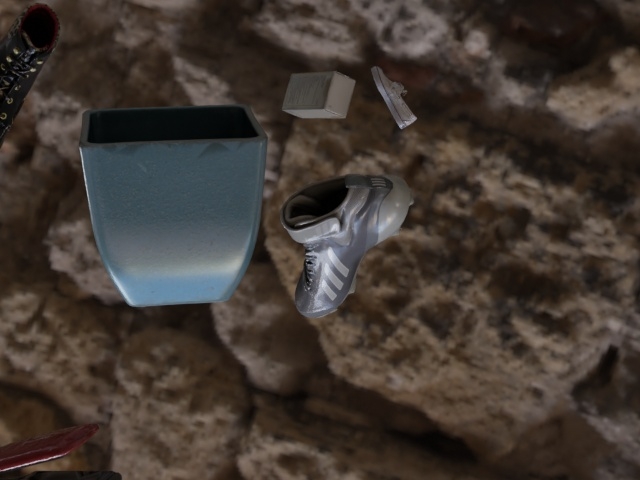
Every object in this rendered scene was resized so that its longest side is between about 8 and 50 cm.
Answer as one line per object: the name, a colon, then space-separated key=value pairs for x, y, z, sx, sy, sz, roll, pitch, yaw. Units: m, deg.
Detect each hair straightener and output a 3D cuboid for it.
hair straightener: x=-0.234 y=0.196 z=0.860 sx=0.230 sy=0.089 sz=0.047 roll=-18 pitch=-168 yaw=30

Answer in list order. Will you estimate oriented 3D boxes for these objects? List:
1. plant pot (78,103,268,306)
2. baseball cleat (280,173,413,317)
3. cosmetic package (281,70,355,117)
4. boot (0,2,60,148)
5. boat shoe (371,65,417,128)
plant pot: x=-0.208 y=-0.046 z=1.675 sx=0.247 sy=0.252 sz=0.248 roll=-4 pitch=-162 yaw=-9
baseball cleat: x=0.000 y=0.000 z=1.076 sx=0.109 sy=0.206 sz=0.072 roll=9 pitch=-131 yaw=-26
cosmetic package: x=-0.003 y=-0.208 z=1.684 sx=0.041 sy=0.060 sz=0.115 roll=18 pitch=177 yaw=-33
boot: x=-0.475 y=-0.234 z=1.764 sx=0.085 sy=0.236 sz=0.178 roll=28 pitch=145 yaw=-22
boat shoe: x=0.109 y=-0.213 z=1.708 sx=0.100 sy=0.035 sz=0.035 roll=62 pitch=-169 yaw=6
